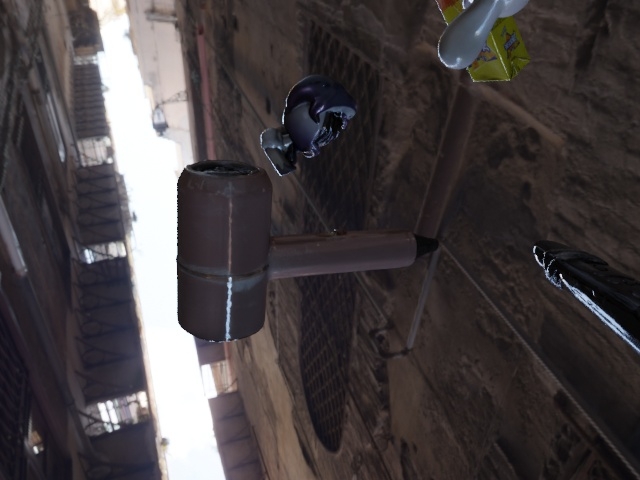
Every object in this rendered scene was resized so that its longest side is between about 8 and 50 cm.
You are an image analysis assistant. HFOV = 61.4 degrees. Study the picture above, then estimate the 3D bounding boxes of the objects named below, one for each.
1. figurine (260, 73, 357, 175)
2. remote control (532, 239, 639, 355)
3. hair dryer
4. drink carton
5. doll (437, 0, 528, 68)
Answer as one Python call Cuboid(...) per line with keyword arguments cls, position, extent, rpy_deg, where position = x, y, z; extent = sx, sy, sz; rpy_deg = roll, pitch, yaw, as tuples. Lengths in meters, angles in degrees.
Cuboid(cls="figurine", position=(-0.032, -0.252, 1.129), extent=(0.145, 0.222, 0.145), rpy_deg=(38, -147, -30))
Cuboid(cls="remote control", position=(0.339, 0.069, 0.626), extent=(0.090, 0.066, 0.266), rpy_deg=(12, -162, -20))
Cuboid(cls="hair dryer", position=(0.000, 0.000, 0.655), extent=(0.344, 0.189, 0.107), rpy_deg=(-4, -159, -25))
Cuboid(cls="drink carton", position=(0.449, -0.625, 1.524), extent=(0.111, 0.351, 0.154), rpy_deg=(-43, -151, -13))
Cuboid(cls="doll", position=(0.329, -0.542, 0.979), extent=(0.187, 0.376, 0.365), rpy_deg=(39, -145, -17))
